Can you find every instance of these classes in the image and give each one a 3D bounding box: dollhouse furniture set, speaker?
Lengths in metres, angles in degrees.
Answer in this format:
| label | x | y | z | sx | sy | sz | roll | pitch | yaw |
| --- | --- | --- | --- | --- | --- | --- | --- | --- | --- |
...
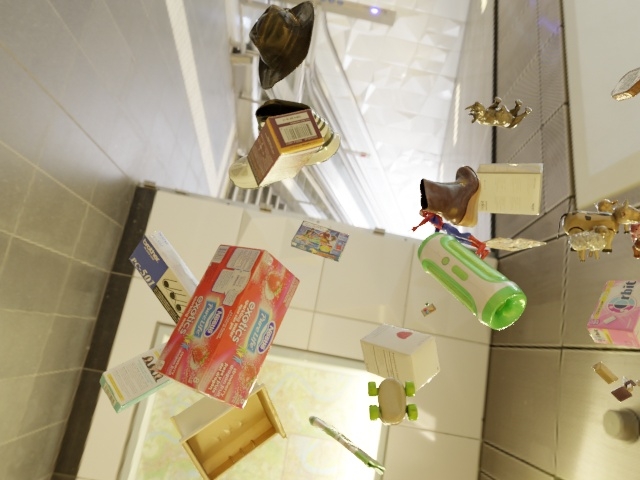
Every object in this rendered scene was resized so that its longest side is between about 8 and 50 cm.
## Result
| label | x | y | z | sx | sy | sz | roll | pitch | yaw |
| --- | --- | --- | --- | --- | --- | --- | --- | --- | --- |
| dollhouse furniture set | 0.859 | 0.380 | 1.289 | 0.081 | 0.114 | 0.091 | -24 | 156 | -50 |
| speaker | 0.377 | 0.094 | 1.153 | 0.296 | 0.131 | 0.131 | 50 | -45 | 51 |

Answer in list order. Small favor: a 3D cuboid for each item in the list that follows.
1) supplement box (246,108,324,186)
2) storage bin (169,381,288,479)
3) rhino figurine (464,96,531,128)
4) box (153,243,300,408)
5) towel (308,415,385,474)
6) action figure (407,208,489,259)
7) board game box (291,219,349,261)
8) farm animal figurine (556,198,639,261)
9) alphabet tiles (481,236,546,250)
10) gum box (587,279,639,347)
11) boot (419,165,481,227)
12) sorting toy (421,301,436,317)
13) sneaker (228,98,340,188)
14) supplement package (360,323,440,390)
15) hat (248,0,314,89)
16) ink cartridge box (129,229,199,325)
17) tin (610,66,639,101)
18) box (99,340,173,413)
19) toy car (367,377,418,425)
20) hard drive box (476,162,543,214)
| label | x | y | z | sx | sy | sz | roll | pitch | yaw |
| --- | --- | --- | --- | --- | --- | --- | --- | --- | --- |
| supplement box | -0.082 | -0.198 | 0.979 | 0.188 | 0.104 | 0.081 | -34 | -103 | 62 |
| storage bin | -0.261 | 0.563 | 1.321 | 0.123 | 0.262 | 0.261 | 24 | -42 | 53 |
| rhino figurine | 0.641 | -0.466 | 1.649 | 0.106 | 0.243 | 0.073 | 113 | -25 | -54 |
| box | -0.160 | 0.147 | 0.802 | 0.123 | 0.128 | 0.257 | 47 | 58 | -44 |
| towel | 0.051 | 0.412 | 0.899 | 0.023 | 0.152 | 0.113 | -55 | 140 | -13 |
| action figure | 0.414 | -0.009 | 1.518 | 0.139 | 0.280 | 0.091 | -44 | 142 | 1 |
| board game box | 0.000 | 0.000 | 1.785 | 0.035 | 0.201 | 0.136 | 98 | 14 | -44 |
| farm animal figurine | 0.992 | -0.061 | 1.537 | 0.330 | 0.326 | 0.173 | -58 | 143 | -70 |
| alphabet tiles | 0.872 | 0.015 | 2.062 | 0.198 | 0.237 | 0.009 | 153 | -58 | -66 |
| gum box | 0.790 | 0.182 | 1.165 | 0.188 | 0.062 | 0.107 | -47 | -158 | -27 |
| boot | 0.412 | -0.169 | 1.434 | 0.090 | 0.206 | 0.249 | -41 | -144 | 52 |
| sorting toy | 0.457 | 0.290 | 1.914 | 0.062 | 0.012 | 0.083 | -37 | -162 | 7 |
| sneaker | -0.181 | -0.341 | 1.502 | 0.257 | 0.447 | 0.169 | 44 | 39 | -45 |
| supplement package | 0.351 | 0.508 | 1.986 | 0.292 | 0.177 | 0.176 | 5 | -67 | 49 |
| hat | -0.157 | -0.685 | 1.495 | 0.331 | 0.133 | 0.332 | -23 | -124 | 39 |
| ink cartridge box | -0.333 | 0.088 | 0.995 | 0.097 | 0.207 | 0.046 | -44 | 170 | 33 |
| tin | 1.067 | -0.538 | 1.536 | 0.106 | 0.040 | 0.189 | -63 | 176 | 12 |
| box | -0.448 | 0.350 | 1.204 | 0.244 | 0.101 | 0.060 | -22 | 160 | -45 |
| toy car | 0.236 | 0.565 | 1.526 | 0.188 | 0.154 | 0.149 | 88 | 2 | -56 |
| hard drive box | 0.735 | -0.201 | 1.749 | 0.089 | 0.232 | 0.181 | -51 | 138 | -46 |
